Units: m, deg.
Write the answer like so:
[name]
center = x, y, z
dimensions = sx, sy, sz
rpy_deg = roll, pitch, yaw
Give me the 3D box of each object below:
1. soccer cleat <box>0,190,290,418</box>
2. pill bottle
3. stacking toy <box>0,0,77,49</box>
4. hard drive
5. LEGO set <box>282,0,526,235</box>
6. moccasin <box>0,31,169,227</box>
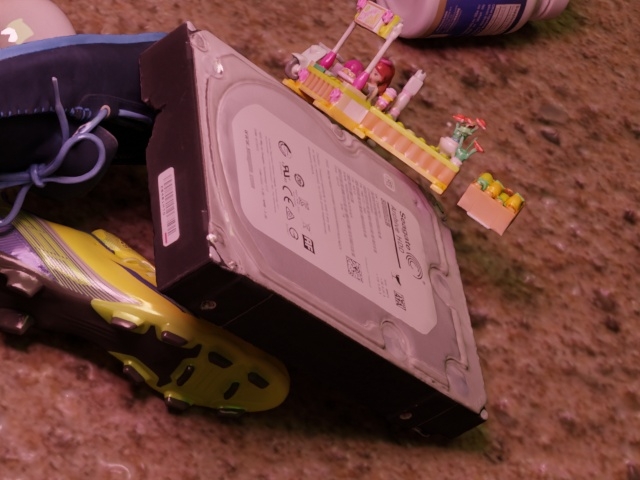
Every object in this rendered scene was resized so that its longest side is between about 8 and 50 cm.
[soccer cleat]
center = -0.150, 0.044, 1.265
dimensions = 0.289, 0.093, 0.121
rpy_deg = 23, 44, -4
[pill bottle]
center = 0.160, -0.266, 1.656
dimensions = 0.186, 0.112, 0.112
rpy_deg = -7, 55, -29
[stacking toy]
center = -0.371, -0.286, 1.363
dimensions = 0.350, 0.350, 0.480
rpy_deg = -34, 89, -40
[hard drive]
center = 0.000, 0.000, 1.278
dimensions = 0.339, 0.064, 0.237
rpy_deg = 34, 36, -41
[LEGO set]
center = 0.077, -0.125, 1.417
dimensions = 0.287, 0.107, 0.132
rpy_deg = 38, 4, 39
[moccasin]
center = -0.193, -0.088, 1.223
dimensions = 0.342, 0.137, 0.117
rpy_deg = -20, 90, -53
